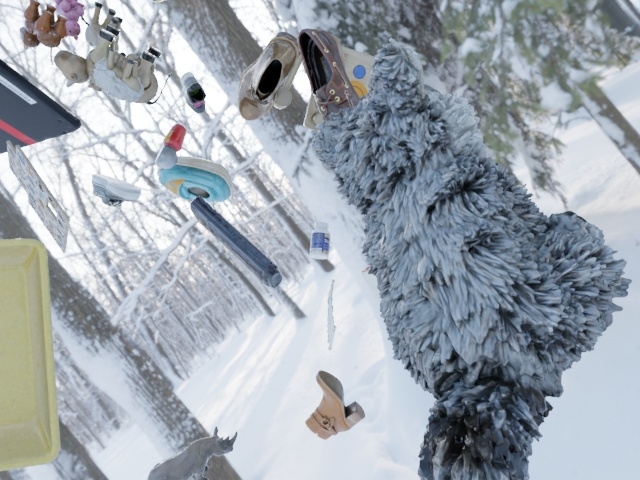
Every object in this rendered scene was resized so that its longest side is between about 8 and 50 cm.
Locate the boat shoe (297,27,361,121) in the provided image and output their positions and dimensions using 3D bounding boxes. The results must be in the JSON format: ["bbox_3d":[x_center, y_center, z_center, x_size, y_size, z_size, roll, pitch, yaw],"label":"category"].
[{"bbox_3d":[0.016,-0.242,0.686,0.073,0.207,0.073,-24,-4,36],"label":"boat shoe"}]

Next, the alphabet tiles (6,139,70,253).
[{"bbox_3d":[-0.650,-0.102,0.973,0.009,0.237,0.198,-34,-2,-39],"label":"alphabet tiles"}]

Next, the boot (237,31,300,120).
[{"bbox_3d":[-0.161,-0.402,1.117,0.305,0.112,0.115,-37,31,54],"label":"boot"}]

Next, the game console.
[{"bbox_3d":[-0.870,-0.352,1.047,0.341,0.060,0.386,-15,-20,8],"label":"game console"}]

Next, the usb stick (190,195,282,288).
[{"bbox_3d":[-0.187,0.000,0.917,0.045,0.278,0.077,-41,-25,-19],"label":"usb stick"}]

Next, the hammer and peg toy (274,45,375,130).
[{"bbox_3d":[0.048,-0.455,1.273,0.127,0.361,0.266,-125,49,-72],"label":"hammer and peg toy"}]

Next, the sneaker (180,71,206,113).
[{"bbox_3d":[-0.417,-0.478,1.417,0.063,0.075,0.170,-30,-20,-15],"label":"sneaker"}]

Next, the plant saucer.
[{"bbox_3d":[-0.558,0.167,0.602,0.332,0.333,0.081,-2,4,-18],"label":"plant saucer"}]

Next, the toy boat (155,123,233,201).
[{"bbox_3d":[-0.440,-0.222,1.380,0.318,0.267,0.148,79,-158,-61],"label":"toy boat"}]

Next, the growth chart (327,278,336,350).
[{"bbox_3d":[0.041,0.298,1.680,0.172,0.021,0.237,99,172,-49],"label":"growth chart"}]

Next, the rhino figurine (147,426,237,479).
[{"bbox_3d":[-0.316,0.558,1.064,0.243,0.106,0.073,-27,21,-24],"label":"rhino figurine"}]

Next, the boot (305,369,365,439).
[{"bbox_3d":[0.012,0.475,1.199,0.152,0.197,0.073,-38,7,17],"label":"boot"}]

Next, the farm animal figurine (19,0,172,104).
[{"bbox_3d":[-0.537,-0.440,1.033,0.172,0.326,0.330,-56,9,26],"label":"farm animal figurine"}]

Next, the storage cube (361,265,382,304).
[{"bbox_3d":[0.229,0.074,0.764,0.193,0.184,0.215,-33,7,-30],"label":"storage cube"}]

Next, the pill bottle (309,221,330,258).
[{"bbox_3d":[0.000,0.000,1.452,0.067,0.067,0.120,138,138,-72],"label":"pill bottle"}]

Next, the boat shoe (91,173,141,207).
[{"bbox_3d":[-0.561,-0.128,1.158,0.077,0.219,0.070,-1,-73,-48],"label":"boat shoe"}]

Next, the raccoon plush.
[{"bbox_3d":[0.092,-0.001,0.354,0.216,0.299,0.446,-40,9,25],"label":"raccoon plush"}]
